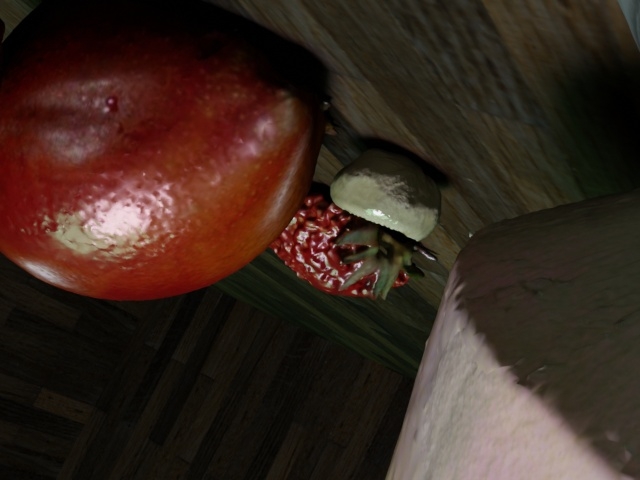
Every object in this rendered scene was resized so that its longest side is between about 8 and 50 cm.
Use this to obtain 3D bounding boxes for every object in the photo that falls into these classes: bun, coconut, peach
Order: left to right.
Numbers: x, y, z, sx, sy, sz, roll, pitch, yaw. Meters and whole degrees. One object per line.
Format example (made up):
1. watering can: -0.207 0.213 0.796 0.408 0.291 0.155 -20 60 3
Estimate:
1. peach: -0.136 -0.047 0.745 0.257 0.201 0.361 33 169 -30
2. bun: 0.052 -0.037 0.738 0.086 0.055 0.086 24 -175 -2
3. coconut: 0.180 0.110 0.448 0.297 0.310 0.297 16 -157 -7

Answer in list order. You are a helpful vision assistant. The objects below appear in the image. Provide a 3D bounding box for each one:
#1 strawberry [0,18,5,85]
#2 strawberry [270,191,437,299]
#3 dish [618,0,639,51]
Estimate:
1. strawberry: -0.358 -0.163 0.545 0.345 0.295 0.317 47 -169 15
2. strawberry: -0.001 0.005 1.031 0.167 0.087 0.208 32 171 -39
3. dish: 0.177 -0.039 0.256 0.260 0.085 0.260 26 171 4
